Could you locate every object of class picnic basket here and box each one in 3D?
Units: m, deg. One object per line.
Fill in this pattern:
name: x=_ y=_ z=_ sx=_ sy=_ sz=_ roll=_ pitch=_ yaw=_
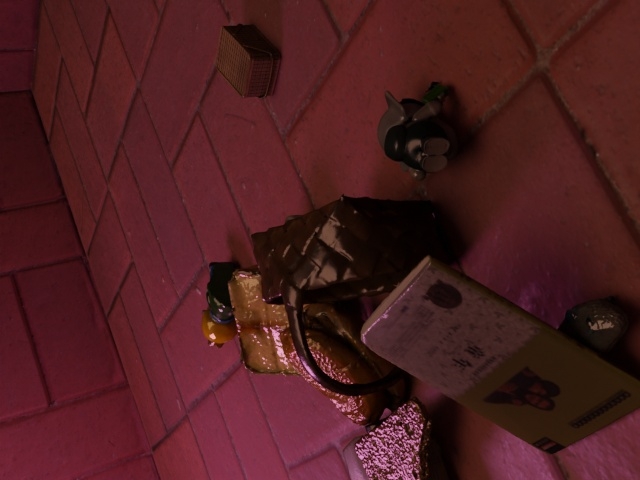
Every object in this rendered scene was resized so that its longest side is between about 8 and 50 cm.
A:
picnic basket: x=0.060 y=0.106 z=1.194 sx=0.337 sy=0.293 sz=0.337 roll=0 pitch=90 yaw=50
picnic basket: x=-0.166 y=-0.405 z=1.574 sx=0.164 sy=0.079 sz=0.115 roll=51 pitch=141 yaw=35

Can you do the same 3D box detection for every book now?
book: x=0.245 y=0.170 z=0.982 sx=0.352 sy=0.035 sz=0.239 roll=31 pitch=140 yaw=0

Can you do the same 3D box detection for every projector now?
projector: x=0.151 y=0.453 z=1.388 sx=0.269 sy=0.088 sz=0.193 roll=-33 pitch=73 yaw=57

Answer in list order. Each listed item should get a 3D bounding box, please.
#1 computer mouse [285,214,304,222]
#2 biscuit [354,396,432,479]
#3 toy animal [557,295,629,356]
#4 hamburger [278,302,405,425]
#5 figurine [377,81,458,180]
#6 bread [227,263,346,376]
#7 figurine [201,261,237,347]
computer mouse: x=0.000 y=0.000 z=1.483 sx=0.182 sy=0.056 sz=0.089 roll=38 pitch=156 yaw=30
biscuit: x=0.147 y=0.387 z=1.274 sx=0.131 sy=0.026 sz=0.237 roll=61 pitch=139 yaw=23
toy animal: x=0.342 y=0.143 z=0.987 sx=0.253 sy=0.070 sz=0.079 roll=137 pitch=123 yaw=-59
hamburger: x=0.061 y=0.231 z=1.365 sx=0.283 sy=0.144 sz=0.156 roll=42 pitch=144 yaw=4
figurine: x=0.151 y=-0.169 z=1.122 sx=0.192 sy=0.126 sz=0.147 roll=-126 pitch=25 yaw=-59
bread: x=-0.062 y=0.181 z=1.522 sx=0.236 sy=0.198 sz=0.263 roll=16 pitch=122 yaw=48
figurine: x=-0.279 y=0.181 z=1.958 sx=0.234 sy=0.127 sz=0.185 roll=98 pitch=157 yaw=-53
